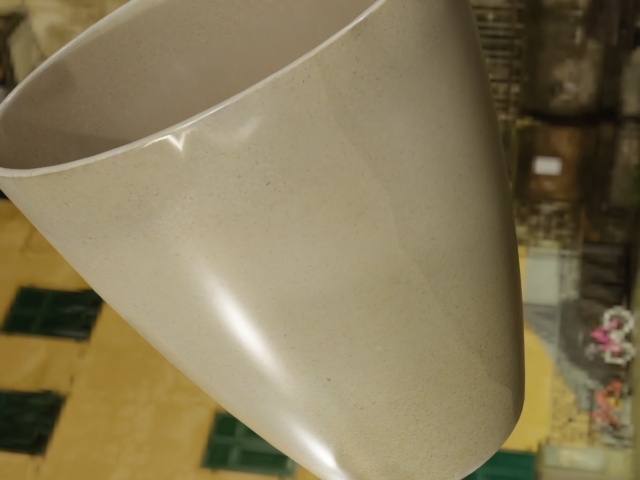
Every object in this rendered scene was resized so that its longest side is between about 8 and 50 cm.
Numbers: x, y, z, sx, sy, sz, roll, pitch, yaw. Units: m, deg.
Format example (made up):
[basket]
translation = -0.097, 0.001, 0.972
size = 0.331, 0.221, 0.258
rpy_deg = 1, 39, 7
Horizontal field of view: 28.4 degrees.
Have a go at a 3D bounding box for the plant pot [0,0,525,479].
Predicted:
[plant pot]
translation = 0.000, 0.000, 0.680
size = 0.274, 0.256, 0.256
rpy_deg = 62, -155, -26
